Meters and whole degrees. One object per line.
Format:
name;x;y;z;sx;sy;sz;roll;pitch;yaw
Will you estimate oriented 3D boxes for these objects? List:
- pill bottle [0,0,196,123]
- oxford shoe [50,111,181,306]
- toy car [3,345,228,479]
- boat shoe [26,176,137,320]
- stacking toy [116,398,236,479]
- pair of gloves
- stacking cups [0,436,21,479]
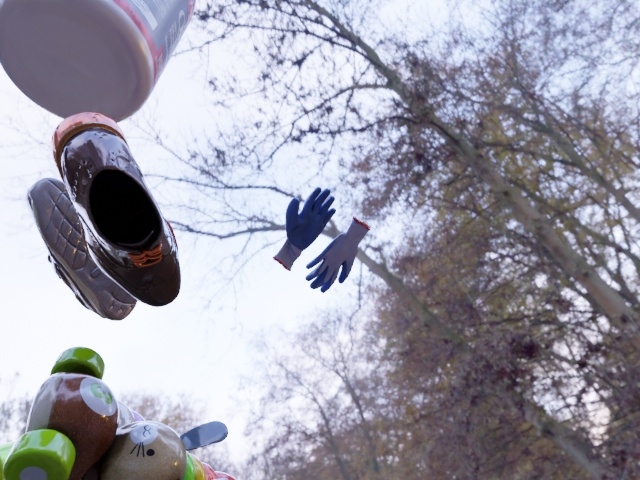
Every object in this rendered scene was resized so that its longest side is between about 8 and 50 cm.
pill bottle;-0.306;-0.356;0.853;0.210;0.363;0.210;4;-43;4
oxford shoe;-0.207;0.000;0.615;0.097;0.098;0.271;-28;-40;-14
toy car;-0.183;0.205;0.558;0.188;0.155;0.149;7;-69;-12
boat shoe;-0.548;0.034;1.258;0.130;0.132;0.355;-10;-67;33
stacking toy;-0.221;0.341;0.811;0.141;0.141;0.330;-29;-43;11
pair of gloves;0.000;0.000;1.002;0.198;0.023;0.159;37;-95;-39
stacking cups;-0.492;0.376;0.994;0.096;0.096;0.316;-38;-19;21
